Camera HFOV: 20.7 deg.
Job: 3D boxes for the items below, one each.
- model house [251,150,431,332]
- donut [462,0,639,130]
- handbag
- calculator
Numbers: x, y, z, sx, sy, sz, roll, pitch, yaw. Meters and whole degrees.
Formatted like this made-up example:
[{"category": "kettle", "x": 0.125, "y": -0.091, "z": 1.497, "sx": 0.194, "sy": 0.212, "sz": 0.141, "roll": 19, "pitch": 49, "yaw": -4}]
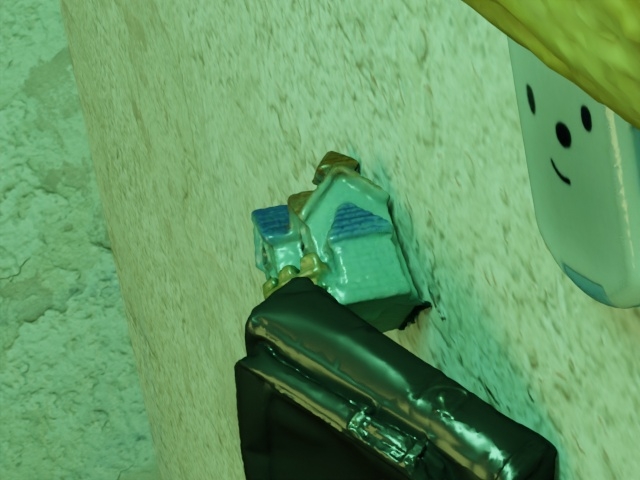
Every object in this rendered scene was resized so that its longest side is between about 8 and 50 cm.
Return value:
[{"category": "model house", "x": 0.000, "y": 0.000, "z": 1.281, "sx": 0.148, "sy": 0.119, "sz": 0.148, "roll": 113, "pitch": 147, "yaw": -68}, {"category": "donut", "x": 0.075, "y": -0.194, "z": 0.368, "sx": 0.449, "sy": 0.198, "sz": 0.449, "roll": 51, "pitch": 170, "yaw": 12}, {"category": "handbag", "x": 0.047, "y": 0.174, "z": 1.187, "sx": 0.244, "sy": 0.088, "sz": 0.275, "roll": 32, "pitch": 144, "yaw": 26}, {"category": "calculator", "x": 0.126, "y": -0.070, "z": 0.822, "sx": 0.121, "sy": 0.039, "sz": 0.210, "roll": -143, "pitch": 39, "yaw": -66}]
